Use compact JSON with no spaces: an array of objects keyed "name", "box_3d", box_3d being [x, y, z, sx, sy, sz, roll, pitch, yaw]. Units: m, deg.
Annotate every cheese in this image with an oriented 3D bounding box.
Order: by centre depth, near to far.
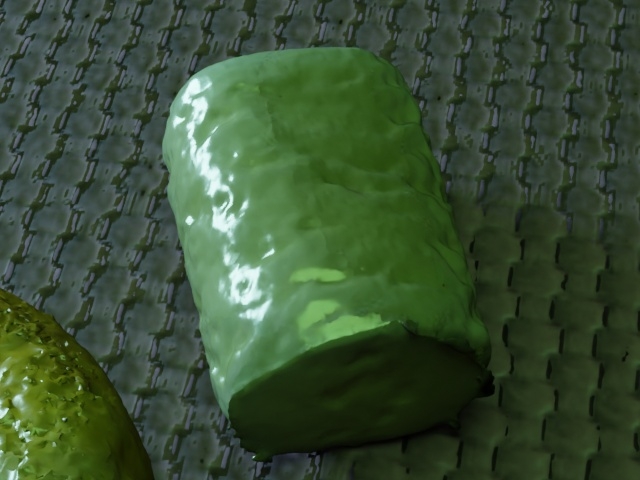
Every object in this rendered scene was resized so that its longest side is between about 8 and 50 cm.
[{"name":"cheese","box_3d":[0.000,0.000,0.595,0.123,0.094,0.167,-12,54,-4]}]

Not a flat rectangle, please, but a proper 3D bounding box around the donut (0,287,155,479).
[{"name":"donut","box_3d":[-0.180,0.106,0.479,0.277,0.108,0.277,3,37,-2]}]
